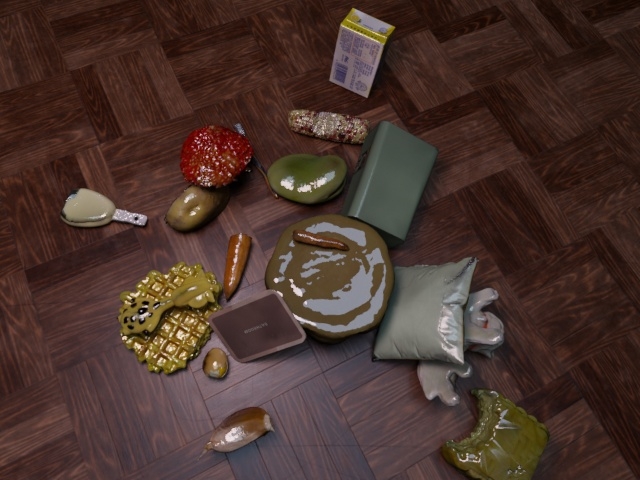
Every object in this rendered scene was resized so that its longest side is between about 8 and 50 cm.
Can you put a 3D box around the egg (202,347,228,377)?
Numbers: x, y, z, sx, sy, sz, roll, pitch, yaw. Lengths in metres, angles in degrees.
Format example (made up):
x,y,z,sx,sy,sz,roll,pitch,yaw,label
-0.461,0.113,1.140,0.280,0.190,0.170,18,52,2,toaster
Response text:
x,y,z,sx,sy,sz,roll,pitch,yaw,label
-0.294,0.344,1.305,0.071,0.071,0.083,10,64,-1,egg

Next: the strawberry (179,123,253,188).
x,y,z,sx,sy,sz,roll,pitch,yaw,label
-0.315,-0.272,1.431,0.234,0.137,0.306,-1,29,-14,strawberry

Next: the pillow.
x,y,z,sx,sy,sz,roll,pitch,yaw,label
0.292,0.200,1.319,0.119,0.310,0.312,35,61,-34,pillow

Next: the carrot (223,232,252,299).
x,y,z,sx,sy,sz,roll,pitch,yaw,label
-0.263,0.081,1.412,0.072,0.072,0.204,11,71,-1,carrot

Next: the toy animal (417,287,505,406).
x,y,z,sx,sy,sz,roll,pitch,yaw,label
0.412,0.328,1.333,0.266,0.188,0.307,-15,55,22,toy animal

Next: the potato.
x,y,z,sx,sy,sz,roll,pitch,yaw,label
-0.368,-0.119,1.443,0.098,0.138,0.243,41,74,6,potato

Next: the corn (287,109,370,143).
x,y,z,sx,sy,sz,roll,pitch,yaw,label
0.027,-0.398,1.606,0.290,0.098,0.098,10,68,-2,corn

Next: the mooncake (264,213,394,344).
x,y,z,sx,sy,sz,roll,pitch,yaw,label
0.026,0.121,1.360,0.379,0.200,0.378,0,67,0,mooncake

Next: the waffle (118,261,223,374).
x,y,z,sx,sy,sz,roll,pitch,yaw,label
-0.424,0.215,1.350,0.312,0.060,0.307,-27,74,-12,waffle

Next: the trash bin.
x,y,z,sx,sy,sz,roll,pitch,yaw,label
0.212,-0.174,1.483,0.223,0.158,0.343,26,69,-12,trash bin

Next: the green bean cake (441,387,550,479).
x,y,z,sx,sy,sz,roll,pitch,yaw,label
0.479,0.551,1.265,0.233,0.124,0.236,33,70,8,green bean cake

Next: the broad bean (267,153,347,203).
x,y,z,sx,sy,sz,roll,pitch,yaw,label
-0.043,-0.202,1.523,0.263,0.121,0.189,2,64,7,broad bean

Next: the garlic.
x,y,z,sx,sy,sz,roll,pitch,yaw,label
-0.223,0.507,1.216,0.198,0.128,0.090,-16,87,-14,garlic

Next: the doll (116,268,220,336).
x,y,z,sx,sy,sz,roll,pitch,yaw,label
-0.421,0.175,1.290,0.291,0.086,0.117,-25,76,-10,doll

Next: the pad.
x,y,z,sx,sy,sz,roll,pitch,yaw,label
-0.179,0.240,1.268,0.176,0.266,0.002,58,29,-12,pad

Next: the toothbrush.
x,y,z,sx,sy,sz,roll,pitch,yaw,label
-0.220,-0.272,1.575,0.031,0.023,0.321,-27,74,-5,toothbrush

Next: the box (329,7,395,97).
x,y,z,sx,sy,sz,roll,pitch,yaw,label
0.139,-0.646,1.623,0.168,0.265,0.097,25,66,5,box

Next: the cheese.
x,y,z,sx,sy,sz,roll,pitch,yaw,label
-0.668,-0.085,1.447,0.252,0.054,0.127,13,68,-1,cheese

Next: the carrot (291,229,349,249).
x,y,z,sx,sy,sz,roll,pitch,yaw,label
0.000,0.001,1.285,0.165,0.035,0.035,15,68,4,carrot
